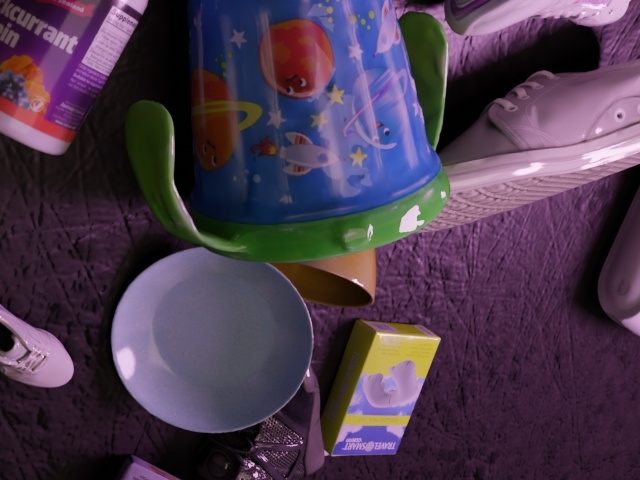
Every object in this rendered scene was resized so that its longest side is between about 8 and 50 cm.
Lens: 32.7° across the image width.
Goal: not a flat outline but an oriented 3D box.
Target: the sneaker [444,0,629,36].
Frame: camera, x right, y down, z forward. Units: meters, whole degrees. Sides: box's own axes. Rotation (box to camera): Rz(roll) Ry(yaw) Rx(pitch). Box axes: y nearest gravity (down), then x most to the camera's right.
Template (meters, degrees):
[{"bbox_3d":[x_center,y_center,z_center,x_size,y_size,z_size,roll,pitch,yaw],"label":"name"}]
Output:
[{"bbox_3d":[0.263,-0.269,1.145,0.305,0.114,0.152,-32,128,-20],"label":"sneaker"}]

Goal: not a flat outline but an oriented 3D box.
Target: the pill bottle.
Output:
[{"bbox_3d":[-0.200,-0.173,0.839,0.108,0.108,0.193,26,95,-43],"label":"pill bottle"}]

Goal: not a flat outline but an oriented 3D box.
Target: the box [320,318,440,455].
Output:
[{"bbox_3d":[0.062,0.182,1.277,0.109,0.042,0.178,8,106,-40],"label":"box"}]

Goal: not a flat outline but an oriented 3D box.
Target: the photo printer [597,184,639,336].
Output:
[{"bbox_3d":[0.516,-0.004,1.487,0.256,0.107,0.307,10,107,-40],"label":"photo printer"}]

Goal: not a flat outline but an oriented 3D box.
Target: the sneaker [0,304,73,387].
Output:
[{"bbox_3d":[-0.270,0.095,0.960,0.054,0.061,0.152,-51,134,-7],"label":"sneaker"}]

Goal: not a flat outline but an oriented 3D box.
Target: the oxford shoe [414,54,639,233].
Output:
[{"bbox_3d":[0.231,-0.114,1.206,0.449,0.169,0.130,-19,82,-20],"label":"oxford shoe"}]

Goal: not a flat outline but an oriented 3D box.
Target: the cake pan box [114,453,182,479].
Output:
[{"bbox_3d":[-0.134,0.385,1.093,0.267,0.070,0.246,30,80,-9],"label":"cake pan box"}]

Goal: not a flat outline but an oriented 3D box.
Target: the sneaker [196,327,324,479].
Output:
[{"bbox_3d":[-0.069,0.187,1.146,0.130,0.087,0.227,-31,134,-30],"label":"sneaker"}]

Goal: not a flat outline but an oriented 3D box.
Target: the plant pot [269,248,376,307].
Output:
[{"bbox_3d":[0.000,0.000,1.087,0.134,0.134,0.095,33,67,-43],"label":"plant pot"}]

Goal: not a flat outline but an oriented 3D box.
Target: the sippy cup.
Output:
[{"bbox_3d":[-0.016,-0.127,0.946,0.240,0.305,0.224,-4,111,12],"label":"sippy cup"}]

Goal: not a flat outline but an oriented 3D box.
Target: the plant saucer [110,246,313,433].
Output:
[{"bbox_3d":[-0.104,0.093,1.064,0.195,0.037,0.195,-1,108,-2],"label":"plant saucer"}]
